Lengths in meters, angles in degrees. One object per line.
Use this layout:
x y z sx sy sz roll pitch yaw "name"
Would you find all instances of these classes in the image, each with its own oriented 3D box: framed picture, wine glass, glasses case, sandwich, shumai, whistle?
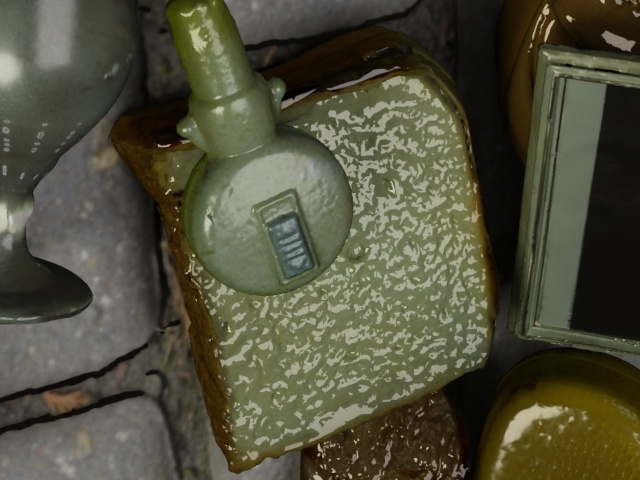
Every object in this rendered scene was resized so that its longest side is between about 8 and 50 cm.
0.245 -0.005 1.218 0.293 0.231 0.018 89 14 -49 "framed picture"
-0.171 -0.080 1.038 0.126 0.126 0.241 -3 110 -34 "wine glass"
0.174 0.264 1.370 0.141 0.173 0.371 -42 148 -71 "glasses case"
0.000 0.000 1.205 0.226 0.087 0.251 -21 119 -13 "sandwich"
0.048 0.165 1.308 0.123 0.139 0.105 -13 151 0 "shumai"
-0.043 -0.056 1.077 0.104 0.057 0.198 -24 119 -12 "whistle"

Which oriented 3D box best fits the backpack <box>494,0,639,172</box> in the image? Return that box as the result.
0.302 -0.127 1.291 0.353 0.201 0.378 -45 120 7 "backpack"
